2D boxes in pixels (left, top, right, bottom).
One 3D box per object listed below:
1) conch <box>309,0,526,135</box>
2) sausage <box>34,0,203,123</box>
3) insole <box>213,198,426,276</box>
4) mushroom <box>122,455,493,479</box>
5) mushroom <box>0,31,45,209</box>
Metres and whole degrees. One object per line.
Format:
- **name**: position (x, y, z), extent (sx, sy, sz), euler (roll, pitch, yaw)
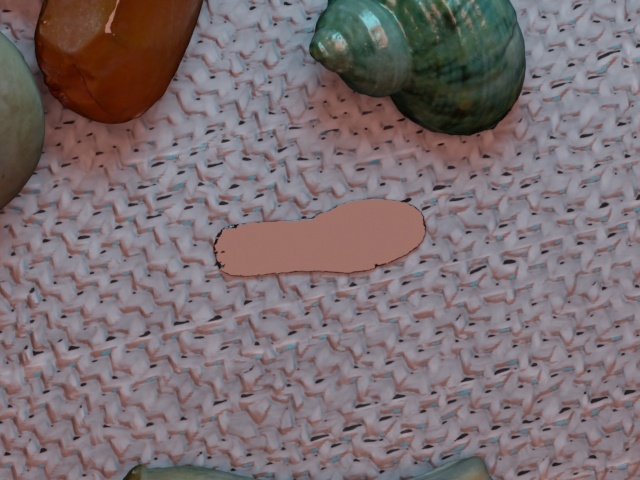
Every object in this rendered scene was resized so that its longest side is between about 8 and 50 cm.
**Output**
- **conch**: position (0.085, -0.172, 1.599), extent (0.188, 0.122, 0.176), euler (4, 115, -1)
- **sausage**: position (-0.155, -0.224, 1.572), extent (0.133, 0.133, 0.258), euler (17, 89, -5)
- **insole**: position (0.000, 0.000, 1.650), extent (0.188, 0.004, 0.064), euler (-7, 91, -5)
- **mushroom**: position (-0.014, 0.246, 1.613), extent (0.351, 0.095, 0.122), euler (-1, 74, -7)
- **mushroom**: position (-0.336, -0.112, 1.538), extent (0.226, 0.226, 0.178), euler (11, 46, -5)
